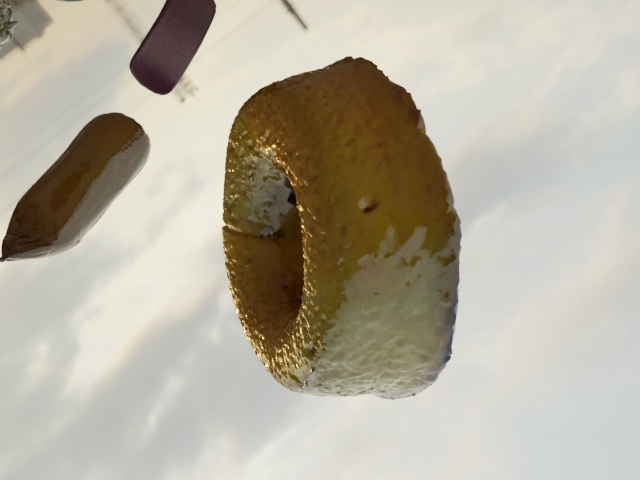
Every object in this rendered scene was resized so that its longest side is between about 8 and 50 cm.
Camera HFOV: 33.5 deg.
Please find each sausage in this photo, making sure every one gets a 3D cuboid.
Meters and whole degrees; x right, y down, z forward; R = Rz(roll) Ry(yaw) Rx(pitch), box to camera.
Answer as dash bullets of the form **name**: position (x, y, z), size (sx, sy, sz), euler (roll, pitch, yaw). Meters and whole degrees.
- **sausage**: position (-0.375, -0.065, 1.592), size (0.112, 0.112, 0.328), euler (-14, -147, 46)

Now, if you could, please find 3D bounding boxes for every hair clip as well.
- **hair clip**: position (-0.148, -0.212, 1.087), size (0.022, 0.054, 0.137), euler (-11, -132, 52)

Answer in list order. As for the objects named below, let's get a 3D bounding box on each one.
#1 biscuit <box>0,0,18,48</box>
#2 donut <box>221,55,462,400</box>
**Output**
- **biscuit**: position (-0.387, -0.203, 1.073), size (0.168, 0.082, 0.070), euler (-22, -111, 31)
- **donut**: position (0.000, 0.000, 0.905), size (0.110, 0.303, 0.303), euler (-10, -170, -25)
